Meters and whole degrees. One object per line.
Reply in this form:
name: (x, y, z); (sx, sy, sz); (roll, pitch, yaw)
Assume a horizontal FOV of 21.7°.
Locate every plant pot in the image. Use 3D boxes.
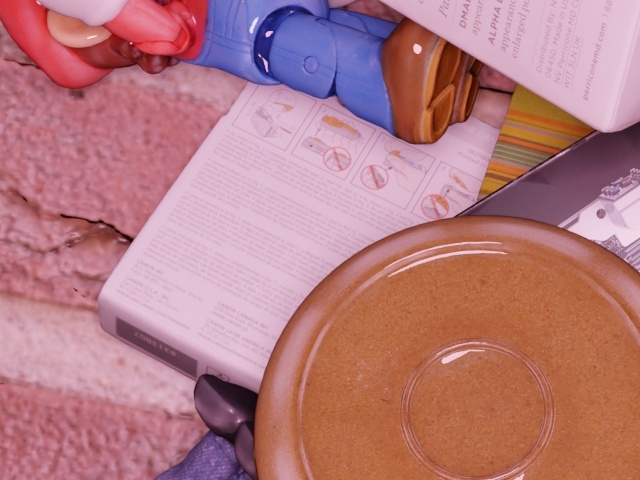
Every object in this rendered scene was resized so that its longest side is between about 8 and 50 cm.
plant pot: (0.079, 0.090, 0.843); (0.236, 0.032, 0.236); (-4, 67, 8)

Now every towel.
towel: (0.172, -0.088, 1.030); (0.102, 0.021, 0.237); (16, 64, 11)

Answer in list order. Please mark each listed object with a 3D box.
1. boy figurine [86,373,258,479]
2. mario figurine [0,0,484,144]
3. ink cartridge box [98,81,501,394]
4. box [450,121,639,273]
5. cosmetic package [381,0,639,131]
boy figurine: (-0.110, 0.212, 0.954); (0.285, 0.092, 0.177); (-50, 46, 9)
mario figurine: (-0.059, -0.166, 1.005); (0.320, 0.198, 0.170); (15, 74, 14)
ink cartridge box: (0.000, 0.000, 1.048); (0.189, 0.066, 0.232); (27, 59, 10)
box: (0.199, 0.092, 0.905); (0.242, 0.076, 0.307); (-31, 77, 2)
cosmetic package: (0.093, -0.234, 0.930); (0.217, 0.156, 0.385); (-22, 44, -37)
